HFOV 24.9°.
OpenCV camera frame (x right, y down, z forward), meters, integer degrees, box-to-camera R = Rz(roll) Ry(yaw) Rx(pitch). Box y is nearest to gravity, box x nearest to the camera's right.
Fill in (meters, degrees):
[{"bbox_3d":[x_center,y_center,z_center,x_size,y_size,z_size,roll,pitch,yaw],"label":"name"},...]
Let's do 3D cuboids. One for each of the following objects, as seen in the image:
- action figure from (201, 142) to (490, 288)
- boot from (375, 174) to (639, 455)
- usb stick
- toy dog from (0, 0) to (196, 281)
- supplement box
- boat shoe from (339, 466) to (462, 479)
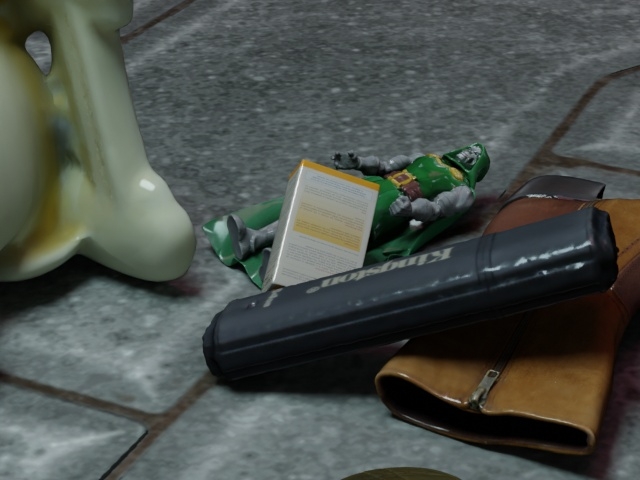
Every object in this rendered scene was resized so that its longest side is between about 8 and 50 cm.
[{"bbox_3d":[0.041,-0.027,1.123,0.232,0.063,0.137,-23,47,-30],"label":"action figure"},{"bbox_3d":[0.206,0.042,0.961,0.264,0.096,0.280,12,31,21],"label":"boot"},{"bbox_3d":[0.056,0.035,0.935,0.278,0.045,0.077,-15,25,18],"label":"usb stick"},{"bbox_3d":[-0.350,-0.055,0.961,0.395,0.284,0.408,22,37,35],"label":"toy dog"},{"bbox_3d":[0.000,0.000,1.030,0.062,0.036,0.098,19,68,-12],"label":"supplement box"},{"bbox_3d":[0.018,0.166,0.796,0.153,0.048,0.056,-17,20,-41],"label":"boat shoe"}]
